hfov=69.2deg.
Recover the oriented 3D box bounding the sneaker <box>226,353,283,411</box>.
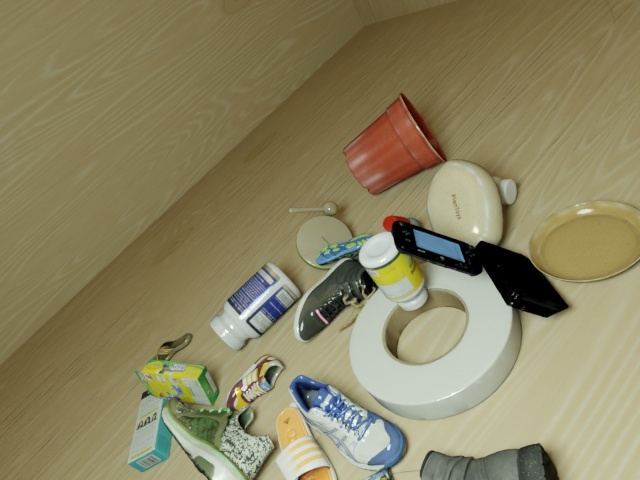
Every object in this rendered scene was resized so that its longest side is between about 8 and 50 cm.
[{"bbox_3d":[-0.177,0.390,1.245,0.185,0.069,0.084,-52,29,-20],"label":"sneaker"}]

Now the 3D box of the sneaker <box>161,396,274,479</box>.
[{"bbox_3d":[-0.251,0.483,1.164,0.182,0.158,0.410,-37,32,-28],"label":"sneaker"}]

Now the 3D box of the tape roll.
[{"bbox_3d":[0.246,0.207,1.052,0.392,0.072,0.392,-27,32,19],"label":"tape roll"}]

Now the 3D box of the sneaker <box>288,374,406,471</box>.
[{"bbox_3d":[0.039,0.378,0.981,0.296,0.131,0.112,8,51,46],"label":"sneaker"}]

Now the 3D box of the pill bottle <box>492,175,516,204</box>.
[{"bbox_3d":[0.446,-0.131,1.274,0.160,0.087,0.087,4,51,47],"label":"pill bottle"}]

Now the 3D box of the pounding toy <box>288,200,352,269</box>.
[{"bbox_3d":[0.000,0.000,1.524,0.183,0.110,0.236,-12,68,-12],"label":"pounding toy"}]

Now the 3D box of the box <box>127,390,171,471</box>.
[{"bbox_3d":[-0.491,0.542,1.375,0.100,0.060,0.244,-30,32,10],"label":"box"}]

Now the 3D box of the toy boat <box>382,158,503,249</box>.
[{"bbox_3d":[0.329,-0.069,1.245,0.318,0.148,0.267,-16,72,38],"label":"toy boat"}]

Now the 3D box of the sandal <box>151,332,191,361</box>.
[{"bbox_3d":[-0.537,0.382,1.640,0.180,0.049,0.072,-38,31,0],"label":"sandal"}]

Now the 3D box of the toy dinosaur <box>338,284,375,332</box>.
[{"bbox_3d":[0.103,0.177,1.216,0.183,0.092,0.053,-40,26,4],"label":"toy dinosaur"}]

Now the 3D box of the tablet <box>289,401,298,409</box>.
[{"bbox_3d":[-0.042,0.413,1.139,0.083,0.006,0.054,-25,33,20],"label":"tablet"}]

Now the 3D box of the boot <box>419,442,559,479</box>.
[{"bbox_3d":[0.249,0.473,0.685,0.223,0.118,0.338,-23,23,29],"label":"boot"}]

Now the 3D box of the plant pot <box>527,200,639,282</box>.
[{"bbox_3d":[0.581,0.006,1.012,0.236,0.032,0.236,-27,33,19],"label":"plant pot"}]

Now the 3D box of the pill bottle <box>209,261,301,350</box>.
[{"bbox_3d":[-0.201,0.204,1.431,0.265,0.153,0.153,-43,32,-9],"label":"pill bottle"}]

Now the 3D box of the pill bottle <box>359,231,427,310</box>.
[{"bbox_3d":[0.172,0.075,1.053,0.103,0.184,0.103,-26,33,19],"label":"pill bottle"}]

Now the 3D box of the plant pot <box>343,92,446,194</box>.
[{"bbox_3d":[0.238,-0.306,1.572,0.265,0.272,0.272,-33,31,24],"label":"plant pot"}]

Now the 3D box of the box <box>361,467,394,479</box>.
[{"bbox_3d":[0.085,0.503,0.871,0.137,0.027,0.094,-33,33,8],"label":"box"}]

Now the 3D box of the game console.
[{"bbox_3d":[0.317,0.047,0.968,0.213,0.361,0.044,-93,22,-62],"label":"game console"}]

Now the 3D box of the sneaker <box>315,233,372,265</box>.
[{"bbox_3d":[0.078,0.042,1.415,0.188,0.078,0.067,-19,37,-1],"label":"sneaker"}]

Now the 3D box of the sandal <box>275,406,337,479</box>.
[{"bbox_3d":[-0.059,0.461,1.020,0.102,0.076,0.265,-41,33,-3],"label":"sandal"}]

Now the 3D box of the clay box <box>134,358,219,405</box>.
[{"bbox_3d":[-0.417,0.409,1.345,0.222,0.127,0.053,1,37,21],"label":"clay box"}]

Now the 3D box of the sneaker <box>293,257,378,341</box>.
[{"bbox_3d":[0.049,0.162,1.276,0.147,0.104,0.296,1,44,53],"label":"sneaker"}]
